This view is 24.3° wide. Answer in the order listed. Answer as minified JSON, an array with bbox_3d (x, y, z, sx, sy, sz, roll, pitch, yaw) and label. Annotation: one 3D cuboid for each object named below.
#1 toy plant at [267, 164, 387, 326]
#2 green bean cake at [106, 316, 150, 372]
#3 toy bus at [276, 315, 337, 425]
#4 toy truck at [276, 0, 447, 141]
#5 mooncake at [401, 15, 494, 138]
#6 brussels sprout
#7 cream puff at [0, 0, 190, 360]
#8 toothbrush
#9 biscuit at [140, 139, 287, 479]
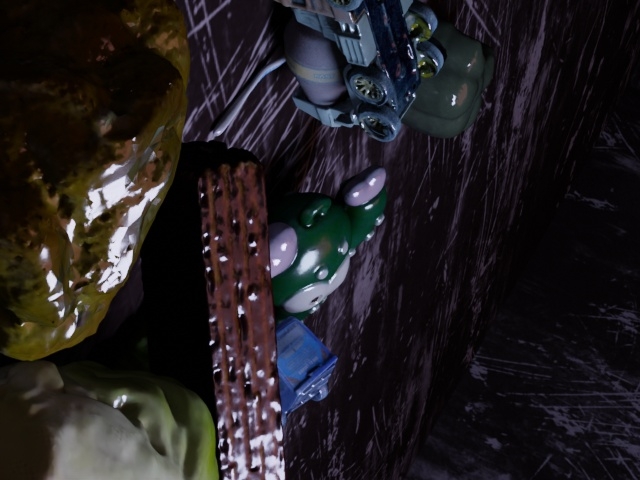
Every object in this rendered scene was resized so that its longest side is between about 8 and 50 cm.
[{"bbox_3d":[-0.030,0.021,1.575,0.232,0.112,0.243,-29,160,-52],"label":"toy plant"},{"bbox_3d":[-0.145,0.183,1.436,0.222,0.125,0.248,-51,160,-41],"label":"green bean cake"},{"bbox_3d":[-0.067,0.163,1.599,0.079,0.094,0.236,-32,174,-36],"label":"toy bus"},{"bbox_3d":[0.019,-0.196,1.345,0.108,0.140,0.256,-56,146,-27],"label":"toy truck"},{"bbox_3d":[0.160,-0.212,1.871,0.175,0.104,0.168,-51,155,-50],"label":"mooncake"},{"bbox_3d":[-0.196,0.226,1.106,0.316,0.242,0.274,13,95,-69],"label":"brussels sprout"},{"bbox_3d":[-0.166,-0.050,0.841,0.244,0.196,0.244,-56,165,-24],"label":"cream puff"},{"bbox_3d":[-0.054,-0.152,1.399,0.162,0.017,0.014,-56,179,-31],"label":"toothbrush"},{"bbox_3d":[-0.091,0.110,1.252,0.073,0.107,0.388,-13,106,-37],"label":"biscuit"}]
